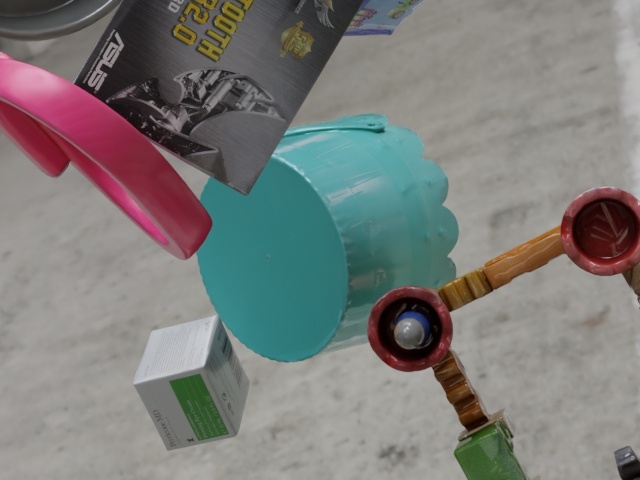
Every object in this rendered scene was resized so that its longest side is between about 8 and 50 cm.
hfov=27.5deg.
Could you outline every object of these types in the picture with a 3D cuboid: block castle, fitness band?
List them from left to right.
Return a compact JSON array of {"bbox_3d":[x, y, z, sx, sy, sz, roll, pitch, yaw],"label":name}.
[{"bbox_3d":[-0.207,-0.075,1.195,0.209,0.291,0.054,31,78,27],"label":"fitness band"},{"bbox_3d":[0.276,0.197,1.291,0.303,0.453,0.213,-28,-2,12],"label":"block castle"}]

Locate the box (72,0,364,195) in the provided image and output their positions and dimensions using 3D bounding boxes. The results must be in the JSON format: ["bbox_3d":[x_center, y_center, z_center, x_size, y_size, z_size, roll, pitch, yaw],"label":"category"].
[{"bbox_3d":[-0.086,-0.183,1.158,0.231,0.183,0.056,-58,10,4],"label":"box"}]

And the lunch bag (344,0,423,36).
[{"bbox_3d":[0.037,-0.361,1.665,0.293,0.138,0.221,-20,-15,-47],"label":"lunch bag"}]

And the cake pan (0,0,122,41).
[{"bbox_3d":[-0.308,-0.354,1.347,0.293,0.293,0.054,-30,26,-20],"label":"cake pan"}]

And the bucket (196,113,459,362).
[{"bbox_3d":[0.000,0.000,1.494,0.281,0.281,0.183,-3,10,44],"label":"bucket"}]

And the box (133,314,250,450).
[{"bbox_3d":[-0.140,0.156,1.441,0.087,0.101,0.102,-14,29,15],"label":"box"}]
